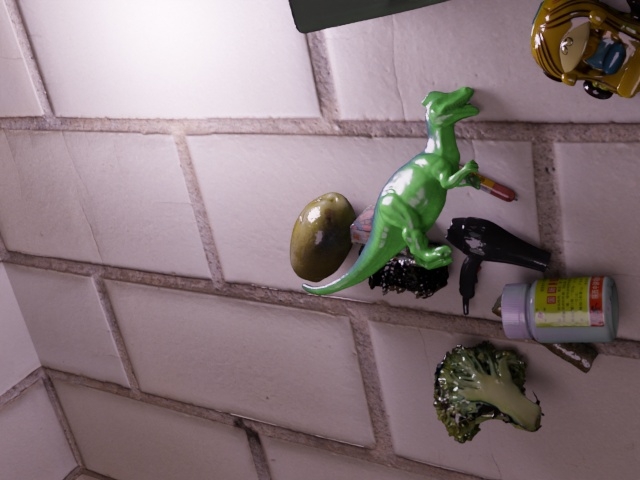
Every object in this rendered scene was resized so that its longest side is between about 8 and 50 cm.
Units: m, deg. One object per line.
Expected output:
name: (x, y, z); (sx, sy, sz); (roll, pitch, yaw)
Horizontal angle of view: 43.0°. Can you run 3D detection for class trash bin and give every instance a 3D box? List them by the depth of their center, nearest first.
trash bin: (0.130, -0.517, 1.566); (0.343, 0.223, 0.158); (1, 117, 31)

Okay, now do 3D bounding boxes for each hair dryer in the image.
hair dryer: (0.380, 0.076, 1.847); (0.235, 0.091, 0.272); (21, 135, 11)

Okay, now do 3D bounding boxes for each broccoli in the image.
broccoli: (0.395, 0.385, 1.925); (0.273, 0.242, 0.180); (33, 152, 23)

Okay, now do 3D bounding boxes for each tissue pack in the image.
tissue pack: (0.157, -0.027, 1.903); (0.148, 0.108, 0.060); (11, 126, 28)

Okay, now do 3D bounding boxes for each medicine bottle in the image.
medicine bottle: (0.511, 0.148, 1.727); (0.225, 0.139, 0.139); (-4, 114, 27)

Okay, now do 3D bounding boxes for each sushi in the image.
sushi: (0.191, 0.067, 1.912); (0.212, 0.147, 0.115); (10, 122, 27)

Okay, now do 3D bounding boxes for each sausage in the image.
sausage: (0.330, -0.138, 1.773); (0.223, 0.029, 0.029); (29, 129, 17)

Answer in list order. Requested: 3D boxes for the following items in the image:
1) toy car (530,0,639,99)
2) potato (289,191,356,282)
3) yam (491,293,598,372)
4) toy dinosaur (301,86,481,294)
toy car: (0.492, -0.351, 1.460); (0.248, 0.142, 0.200); (27, 127, 17)
potato: (0.000, 0.000, 1.982); (0.159, 0.174, 0.251); (30, 128, 17)
yam: (0.504, 0.208, 1.838); (0.253, 0.061, 0.061); (33, 130, 14)
toy dinosaur: (0.131, -0.096, 1.774); (0.500, 0.144, 0.374); (-13, 88, 25)
